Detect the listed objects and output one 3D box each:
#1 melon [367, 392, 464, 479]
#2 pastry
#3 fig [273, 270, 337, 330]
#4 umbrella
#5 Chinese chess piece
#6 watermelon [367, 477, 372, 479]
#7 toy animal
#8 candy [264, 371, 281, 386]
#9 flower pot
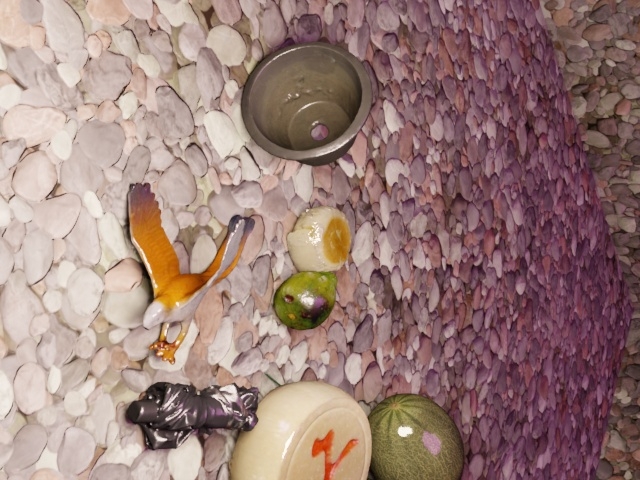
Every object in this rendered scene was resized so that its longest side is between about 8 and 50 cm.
[{"bbox_3d":[0.226,0.505,2.042,0.237,0.237,0.302,-57,133,-38],"label":"melon"},{"bbox_3d":[0.000,0.000,1.854,0.165,0.088,0.166,2,87,-53],"label":"pastry"},{"bbox_3d":[-0.022,0.113,1.791,0.156,0.123,0.123,-53,131,-45],"label":"fig"},{"bbox_3d":[-0.229,0.309,1.514,0.272,0.122,0.110,9,39,-51],"label":"umbrella"},{"bbox_3d":[-0.036,0.456,1.721,0.338,0.140,0.338,-17,112,-49],"label":"Chinese chess piece"},{"bbox_3d":[0.103,0.604,2.038,0.163,0.087,0.069,48,16,-47],"label":"watermelon"},{"bbox_3d":[-0.238,0.069,1.523,0.284,0.225,0.302,34,74,-73],"label":"toy animal"},{"bbox_3d":[-0.083,0.316,1.785,0.123,0.035,0.035,50,45,-33],"label":"candy"},{"bbox_3d":[-0.017,-0.256,1.731,0.166,0.269,0.269,65,36,-67],"label":"flower pot"}]
